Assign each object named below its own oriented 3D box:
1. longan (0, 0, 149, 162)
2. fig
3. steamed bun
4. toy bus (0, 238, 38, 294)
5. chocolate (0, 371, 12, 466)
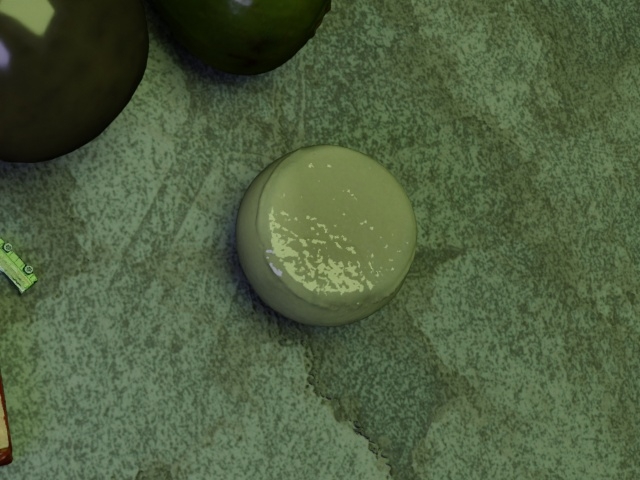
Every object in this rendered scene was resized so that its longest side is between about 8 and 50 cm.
[{"bbox_3d":[-0.431,-0.287,1.619,0.405,0.336,0.404,8,62,-16],"label":"longan"},{"bbox_3d":[-0.134,-0.411,1.840,0.316,0.316,0.316,8,72,-24],"label":"fig"},{"bbox_3d":[0.000,0.000,1.840,0.283,0.177,0.282,7,72,-20],"label":"steamed bun"},{"bbox_3d":[-0.439,0.035,1.700,0.037,0.031,0.083,-44,97,-20],"label":"toy bus"},{"bbox_3d":[-0.528,0.198,1.565,0.235,0.108,0.237,-6,80,-26],"label":"chocolate"}]
